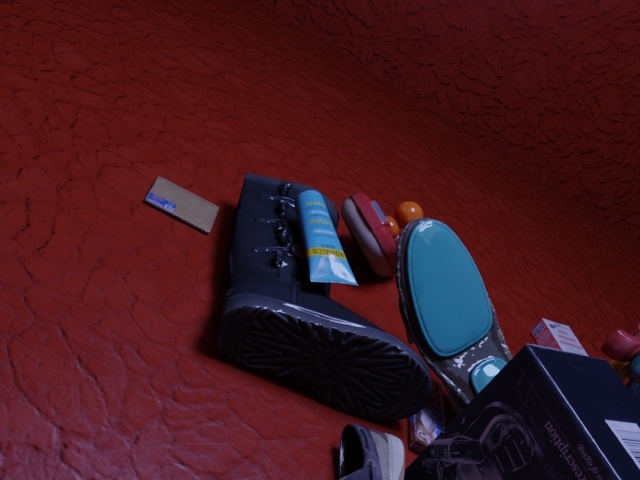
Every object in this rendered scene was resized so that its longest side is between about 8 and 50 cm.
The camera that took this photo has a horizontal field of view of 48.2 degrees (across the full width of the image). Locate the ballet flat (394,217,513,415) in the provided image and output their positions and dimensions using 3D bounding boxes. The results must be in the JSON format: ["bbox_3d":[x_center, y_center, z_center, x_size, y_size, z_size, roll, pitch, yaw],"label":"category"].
[{"bbox_3d":[0.241,0.201,1.210,0.164,0.182,0.482,-24,79,-22],"label":"ballet flat"}]

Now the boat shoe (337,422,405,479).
[{"bbox_3d":[0.052,0.338,0.914,0.092,0.102,0.285,27,24,-4],"label":"boat shoe"}]

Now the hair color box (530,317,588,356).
[{"bbox_3d":[0.562,0.262,1.641,0.093,0.053,0.167,18,33,-27],"label":"hair color box"}]

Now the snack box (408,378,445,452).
[{"bbox_3d":[0.178,0.292,1.202,0.064,0.022,0.178,31,27,-11],"label":"snack box"}]

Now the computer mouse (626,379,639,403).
[{"bbox_3d":[0.694,0.377,1.525,0.072,0.188,0.272,0,23,11],"label":"computer mouse"}]

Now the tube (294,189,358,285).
[{"bbox_3d":[0.000,0.000,1.170,0.080,0.052,0.207,3,40,-18],"label":"tube"}]

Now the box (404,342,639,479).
[{"bbox_3d":[0.302,0.367,0.903,0.179,0.312,0.343,14,33,-33],"label":"box"}]

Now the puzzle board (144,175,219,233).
[{"bbox_3d":[-0.253,-0.065,1.312,0.128,0.011,0.096,27,29,-12],"label":"puzzle board"}]

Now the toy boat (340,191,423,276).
[{"bbox_3d":[0.141,-0.026,1.464,0.151,0.151,0.231,61,1,22],"label":"toy boat"}]

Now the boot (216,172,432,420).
[{"bbox_3d":[0.004,0.074,1.253,0.367,0.146,0.445,28,23,-16],"label":"boot"}]

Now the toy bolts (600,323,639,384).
[{"bbox_3d":[0.644,0.294,1.453,0.218,0.228,0.158,-11,48,-30],"label":"toy bolts"}]
